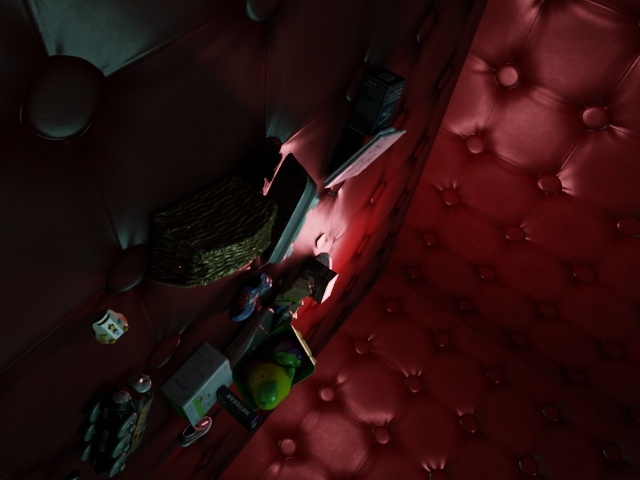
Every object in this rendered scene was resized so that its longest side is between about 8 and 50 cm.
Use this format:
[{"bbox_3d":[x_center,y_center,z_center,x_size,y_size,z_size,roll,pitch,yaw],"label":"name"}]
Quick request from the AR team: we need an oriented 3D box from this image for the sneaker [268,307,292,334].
[{"bbox_3d":[-0.210,0.375,2.230,0.101,0.106,0.267,-16,149,-38],"label":"sneaker"}]

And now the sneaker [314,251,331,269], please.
[{"bbox_3d":[0.011,0.118,2.487,0.258,0.094,0.091,102,6,-57],"label":"sneaker"}]

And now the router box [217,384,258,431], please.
[{"bbox_3d":[-0.320,0.649,1.907,0.046,0.179,0.133,-44,163,-31],"label":"router box"}]

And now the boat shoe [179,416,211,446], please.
[{"bbox_3d":[-0.557,0.849,2.238,0.183,0.065,0.083,-34,154,-50],"label":"boat shoe"}]

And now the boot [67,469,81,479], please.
[{"bbox_3d":[-0.779,0.764,1.501,0.114,0.037,0.106,-57,177,13],"label":"boot"}]

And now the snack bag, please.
[{"bbox_3d":[0.187,-0.346,1.999,0.323,0.037,0.342,-40,176,32],"label":"snack bag"}]

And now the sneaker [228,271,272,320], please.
[{"bbox_3d":[-0.274,0.202,1.851,0.221,0.083,0.087,-56,151,-22],"label":"sneaker"}]

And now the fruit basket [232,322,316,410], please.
[{"bbox_3d":[-0.217,0.558,2.102,0.392,0.283,0.392,-29,164,-9],"label":"fruit basket"}]

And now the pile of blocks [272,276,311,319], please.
[{"bbox_3d":[-0.153,0.257,2.267,0.362,0.148,0.113,117,-28,-51],"label":"pile of blocks"}]

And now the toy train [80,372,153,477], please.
[{"bbox_3d":[-0.595,0.545,1.474,0.334,0.142,0.190,-67,173,26],"label":"toy train"}]

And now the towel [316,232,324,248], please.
[{"bbox_3d":[0.000,0.000,2.340,0.060,0.009,0.083,-50,163,-23],"label":"towel"}]

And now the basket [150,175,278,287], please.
[{"bbox_3d":[-0.258,0.011,1.272,0.299,0.213,0.223,-39,155,-46],"label":"basket"}]

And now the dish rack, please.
[{"bbox_3d":[-0.101,-0.089,1.446,0.286,0.072,0.333,-61,-158,14],"label":"dish rack"}]

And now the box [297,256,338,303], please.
[{"bbox_3d":[-0.021,0.193,2.373,0.093,0.158,0.156,-39,155,-48],"label":"box"}]

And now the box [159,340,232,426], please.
[{"bbox_3d":[-0.453,0.543,1.859,0.231,0.126,0.262,-48,161,-29],"label":"box"}]

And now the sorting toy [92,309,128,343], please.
[{"bbox_3d":[-0.521,0.208,1.217,0.083,0.044,0.075,-49,143,-25],"label":"sorting toy"}]

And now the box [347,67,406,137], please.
[{"bbox_3d":[0.205,-0.504,1.812,0.153,0.108,0.207,-37,155,-49],"label":"box"}]

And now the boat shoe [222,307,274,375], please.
[{"bbox_3d":[-0.312,0.411,2.093,0.320,0.103,0.118,-57,154,-17],"label":"boat shoe"}]
